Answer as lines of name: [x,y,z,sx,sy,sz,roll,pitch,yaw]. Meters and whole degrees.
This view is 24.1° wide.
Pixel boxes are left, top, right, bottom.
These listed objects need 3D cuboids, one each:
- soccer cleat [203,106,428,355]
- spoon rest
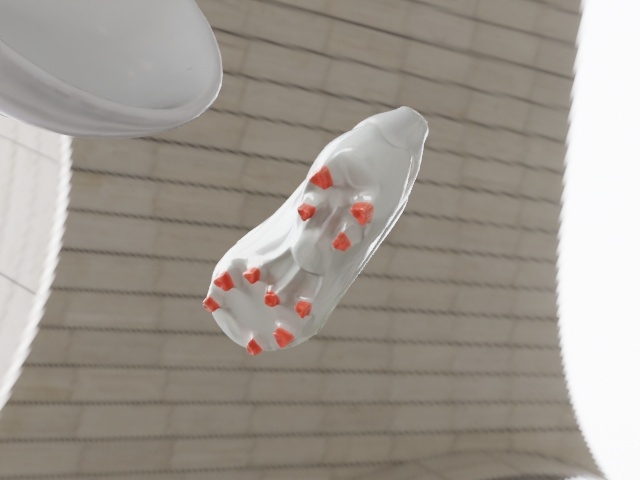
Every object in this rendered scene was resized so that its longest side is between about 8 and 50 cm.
soccer cleat: [0.000,0.000,0.817,0.076,0.068,0.196,-43,-4,-40]
spoon rest: [-0.150,-0.128,0.523,0.276,0.137,0.084,32,-60,-9]
